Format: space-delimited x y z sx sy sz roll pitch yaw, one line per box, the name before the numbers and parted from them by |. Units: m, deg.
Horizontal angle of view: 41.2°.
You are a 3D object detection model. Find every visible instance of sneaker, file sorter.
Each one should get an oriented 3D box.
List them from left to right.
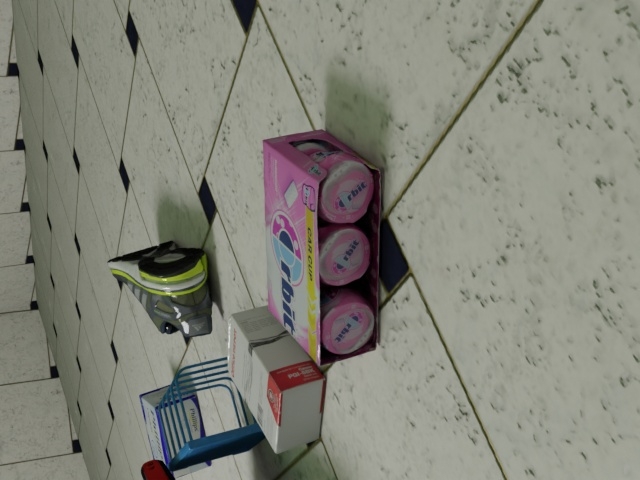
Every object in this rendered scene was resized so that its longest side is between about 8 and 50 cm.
sneaker | -0.238 0.075 1.268 0.300 0.111 0.121 12 118 66
file sorter | -0.142 0.227 1.120 0.170 0.118 0.104 128 127 -60

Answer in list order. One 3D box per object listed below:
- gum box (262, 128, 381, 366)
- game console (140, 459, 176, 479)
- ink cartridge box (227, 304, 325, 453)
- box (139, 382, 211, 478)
gum box | 0.000 0.000 0.752 0.107 0.062 0.188 41 138 52
game console | -0.092 0.490 1.071 0.342 0.060 0.386 31 150 57
ink cartridge box | -0.052 0.152 0.954 0.135 0.056 0.099 50 145 44
box | -0.252 0.325 1.466 0.137 0.072 0.126 1 104 65
